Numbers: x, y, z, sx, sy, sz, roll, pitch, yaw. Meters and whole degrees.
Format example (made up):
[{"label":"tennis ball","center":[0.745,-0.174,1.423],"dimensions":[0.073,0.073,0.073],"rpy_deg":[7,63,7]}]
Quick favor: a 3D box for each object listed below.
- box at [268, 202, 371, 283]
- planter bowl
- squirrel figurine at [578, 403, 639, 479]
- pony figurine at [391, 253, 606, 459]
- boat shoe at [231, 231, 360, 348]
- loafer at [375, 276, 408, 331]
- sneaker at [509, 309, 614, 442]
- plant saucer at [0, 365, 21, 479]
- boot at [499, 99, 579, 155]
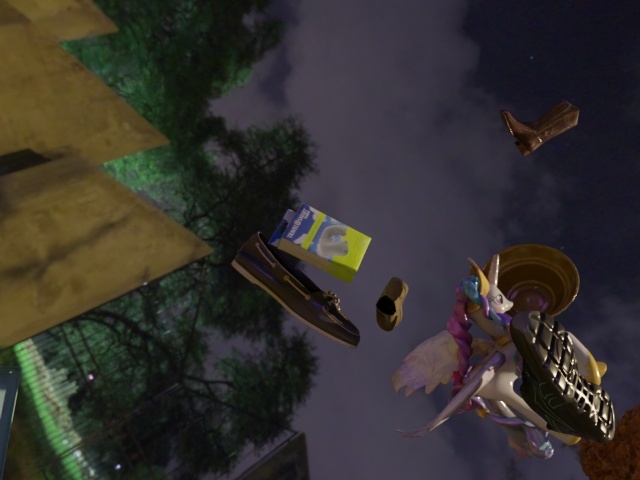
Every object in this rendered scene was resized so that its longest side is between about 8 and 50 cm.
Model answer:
[{"label":"box","center":[0.000,0.000,1.049],"dimensions":[0.178,0.109,0.042],"rpy_deg":[27,-40,1]},{"label":"planter bowl","center":[0.485,0.119,1.239],"dimensions":[0.217,0.217,0.090],"rpy_deg":[26,-23,43]},{"label":"squirrel figurine","center":[0.680,0.539,1.067],"dimensions":[0.370,0.281,0.397],"rpy_deg":[61,14,-61]},{"label":"pony figurine","center":[0.321,0.250,1.008],"dimensions":[0.363,0.351,0.303],"rpy_deg":[40,6,-7]},{"label":"boat shoe","center":[-0.043,0.099,1.122],"dimensions":[0.335,0.112,0.095],"rpy_deg":[34,-86,19]},{"label":"loafer","center":[0.133,0.133,1.059],"dimensions":[0.056,0.050,0.148],"rpy_deg":[32,-40,27]},{"label":"sneaker","center":[0.344,0.216,0.809],"dimensions":[0.106,0.101,0.267],"rpy_deg":[-18,-63,45]},{"label":"plant saucer","center":[-0.559,0.309,0.896],"dimensions":[0.018,0.067,0.192],"rpy_deg":[-8,-107,49]},{"label":"boot","center":[0.379,-0.215,0.920],"dimensions":[0.114,0.037,0.106],"rpy_deg":[-33,-59,19]}]
